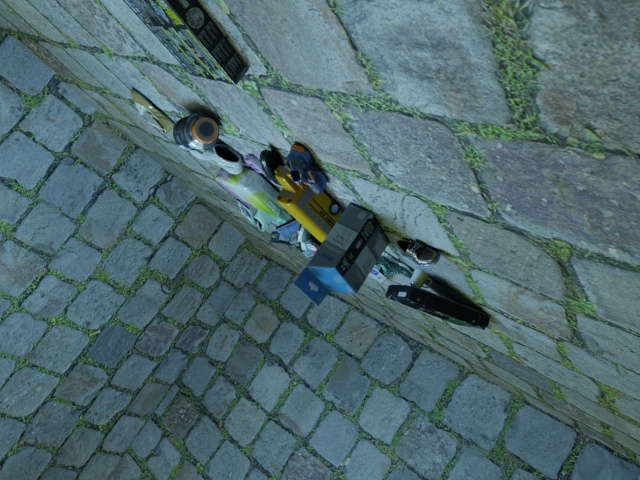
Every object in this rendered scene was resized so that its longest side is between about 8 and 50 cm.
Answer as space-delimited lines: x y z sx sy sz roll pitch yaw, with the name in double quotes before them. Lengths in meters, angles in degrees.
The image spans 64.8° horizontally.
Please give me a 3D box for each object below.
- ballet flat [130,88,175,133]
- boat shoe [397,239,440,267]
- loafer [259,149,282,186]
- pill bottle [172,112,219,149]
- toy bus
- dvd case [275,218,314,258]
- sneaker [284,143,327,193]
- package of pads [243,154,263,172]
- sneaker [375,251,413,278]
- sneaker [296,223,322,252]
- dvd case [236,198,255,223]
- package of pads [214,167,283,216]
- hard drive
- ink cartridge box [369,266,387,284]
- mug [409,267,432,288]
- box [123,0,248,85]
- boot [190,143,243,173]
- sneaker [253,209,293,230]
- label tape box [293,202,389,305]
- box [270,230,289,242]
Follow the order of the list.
"ballet flat" -0.735 -0.551 2.175 0.232 0.073 0.080 40 168 -26
"boat shoe" 0.306 0.037 1.617 0.066 0.066 0.183 42 167 -27
"loafer" -0.174 -0.254 1.765 0.078 0.076 0.223 23 170 18
"pill bottle" -0.448 -0.395 1.837 0.130 0.130 0.245 40 168 -27
"toy bus" -0.039 -0.127 1.768 0.108 0.130 0.332 22 163 49
"dvd case" -0.059 -0.017 2.326 0.180 0.022 0.253 -23 132 29
"sneaker" -0.053 -0.208 1.573 0.083 0.087 0.221 28 167 36
"package of pads" -0.252 -0.295 1.940 0.083 0.032 0.050 42 169 -33
"sneaker" 0.282 0.110 1.979 0.166 0.076 0.065 32 170 13
"sneaker" 0.000 0.000 2.158 0.178 0.124 0.295 15 167 10
"dvd case" -0.352 -0.138 2.374 0.119 0.013 0.087 39 153 41
"package of pads" -0.310 -0.230 2.222 0.296 0.101 0.229 23 165 47
"hard drive" 0.445 0.253 1.944 0.338 0.064 0.237 22 172 -11
"ink cartridge box" 0.213 0.115 2.292 0.208 0.045 0.206 35 169 5
"mug" 0.373 0.148 1.902 0.062 0.064 0.078 39 168 -17
"box" -0.324 -0.498 1.202 0.216 0.060 0.270 25 166 40
"boot" -0.430 -0.368 2.055 0.258 0.095 0.123 26 163 1
"sneaker" -0.232 -0.092 2.445 0.094 0.151 0.256 24 165 44
"label tape box" 0.082 0.075 1.730 0.106 0.334 0.241 28 168 32
"box" -0.118 -0.004 2.484 0.232 0.059 0.183 9 177 -17
